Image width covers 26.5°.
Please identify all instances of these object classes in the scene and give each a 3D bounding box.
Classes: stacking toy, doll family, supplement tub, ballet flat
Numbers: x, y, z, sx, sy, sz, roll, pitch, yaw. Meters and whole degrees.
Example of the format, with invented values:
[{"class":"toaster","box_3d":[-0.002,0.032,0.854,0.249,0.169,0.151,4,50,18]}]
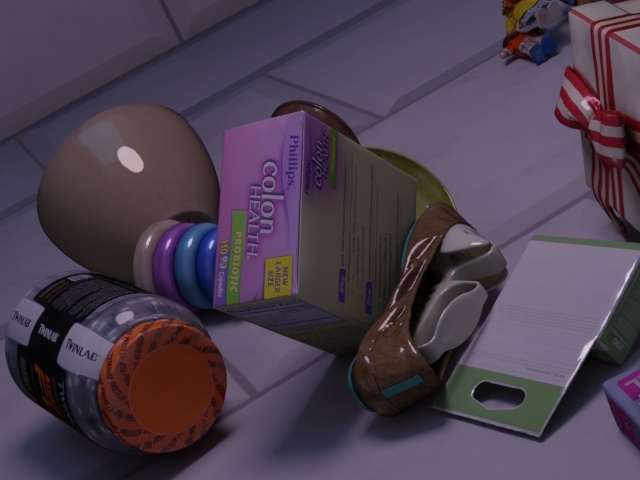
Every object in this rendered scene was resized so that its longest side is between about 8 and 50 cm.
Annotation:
[{"class":"stacking toy","box_3d":[-0.093,0.036,1.869,0.330,0.141,0.141,-2,31,32]},{"class":"doll family","box_3d":[0.402,-0.410,2.321,0.263,0.118,0.163,-29,22,-8]},{"class":"supplement tub","box_3d":[-0.252,0.149,1.670,0.194,0.193,0.316,-35,23,-22]},{"class":"ballet flat","box_3d":[0.140,0.061,1.529,0.124,0.116,0.342,-23,21,38]}]

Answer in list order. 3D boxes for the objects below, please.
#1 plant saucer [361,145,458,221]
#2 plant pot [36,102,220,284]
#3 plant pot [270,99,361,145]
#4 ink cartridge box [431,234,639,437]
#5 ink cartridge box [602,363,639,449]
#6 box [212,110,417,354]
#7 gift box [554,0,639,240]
[{"class":"plant saucer","box_3d":[0.058,-0.016,1.755,0.241,0.037,0.241,3,56,-4]},{"class":"plant pot","box_3d":[-0.262,-0.041,2.070,0.284,0.284,0.191,-32,49,-16]},{"class":"plant pot","box_3d":[-0.045,-0.100,2.071,0.167,0.167,0.165,-5,37,42]},{"class":"ink cartridge box","box_3d":[0.240,0.104,1.422,0.171,0.056,0.235,7,61,55]},{"class":"ink cartridge box","box_3d":[0.380,0.160,1.130,0.186,0.065,0.311,-27,23,-2]},{"class":"box","box_3d":[0.000,0.000,1.561,0.117,0.243,0.213,-10,68,33]},{"class":"gift box","box_3d":[0.415,-0.127,1.503,0.258,0.276,0.255,-11,17,-5]}]
